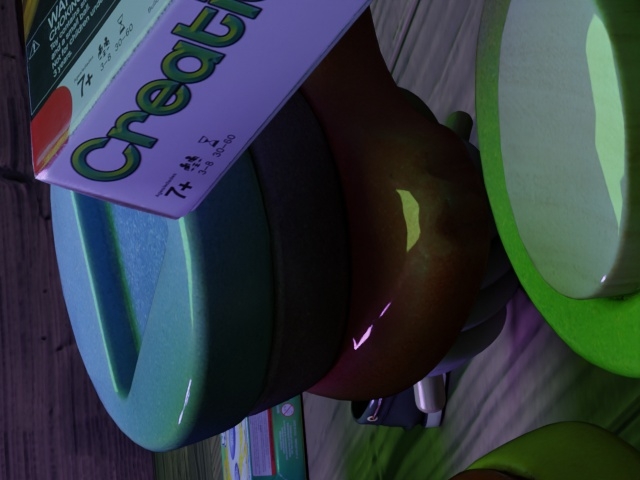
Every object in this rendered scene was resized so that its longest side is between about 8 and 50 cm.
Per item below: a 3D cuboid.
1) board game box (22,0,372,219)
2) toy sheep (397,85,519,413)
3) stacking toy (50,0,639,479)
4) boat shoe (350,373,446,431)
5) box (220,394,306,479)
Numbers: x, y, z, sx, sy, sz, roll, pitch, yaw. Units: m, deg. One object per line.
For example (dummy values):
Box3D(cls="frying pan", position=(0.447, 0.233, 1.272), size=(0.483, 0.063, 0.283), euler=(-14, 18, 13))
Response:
Box3D(cls="board game box", position=(0.012, -0.171, 0.501), size=(0.305, 0.053, 0.193), euler=(-47, 39, 37))
Box3D(cls="toy sheep", position=(0.035, 0.005, 0.740), size=(0.091, 0.091, 0.132), euler=(-114, 8, -65))
Box3D(cls="stacking toy", position=(0.000, 0.000, 0.556), size=(0.309, 0.130, 0.279), euler=(55, 144, 43))
Box3D(cls="boat shoe", position=(0.035, 0.026, 0.874), size=(0.049, 0.042, 0.133), euler=(-104, 16, -58))
Box3D(cls="box", position=(-0.044, 0.137, 1.396), size=(0.179, 0.043, 0.105), euler=(123, 143, -77))
